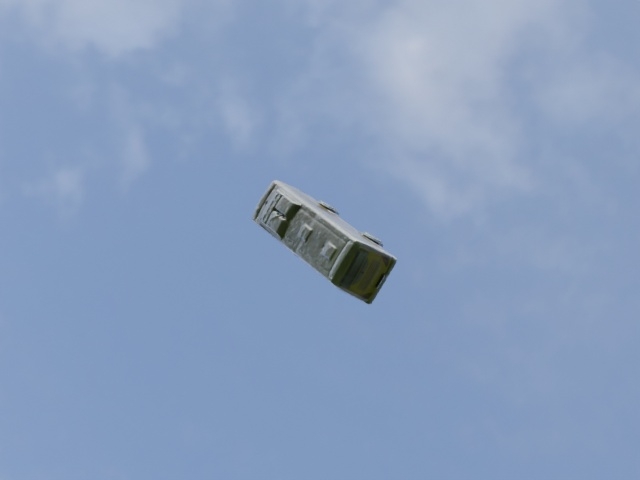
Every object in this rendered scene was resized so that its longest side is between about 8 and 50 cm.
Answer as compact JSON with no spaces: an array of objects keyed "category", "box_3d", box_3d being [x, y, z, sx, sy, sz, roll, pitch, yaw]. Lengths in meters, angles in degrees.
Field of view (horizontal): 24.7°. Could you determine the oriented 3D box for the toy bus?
[{"category":"toy bus","box_3d":[0.000,0.000,1.469,0.190,0.075,0.064,37,-80,50]}]
